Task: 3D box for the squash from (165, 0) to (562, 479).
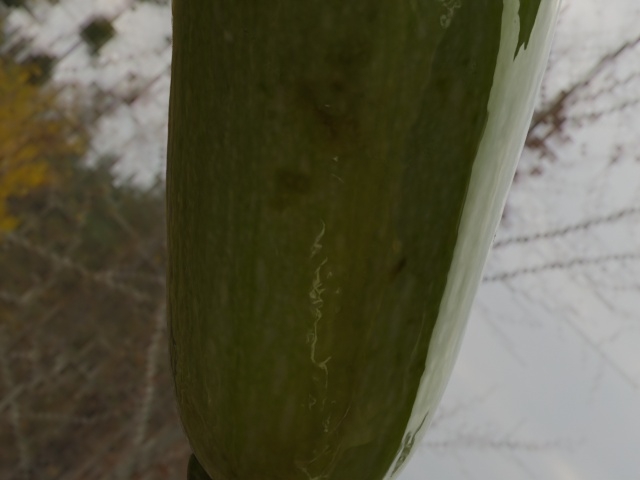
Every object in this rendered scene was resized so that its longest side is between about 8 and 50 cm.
[{"bbox_3d":[0.012,0.002,0.570,0.137,0.137,0.287,-154,-116,-61],"label":"squash"}]
